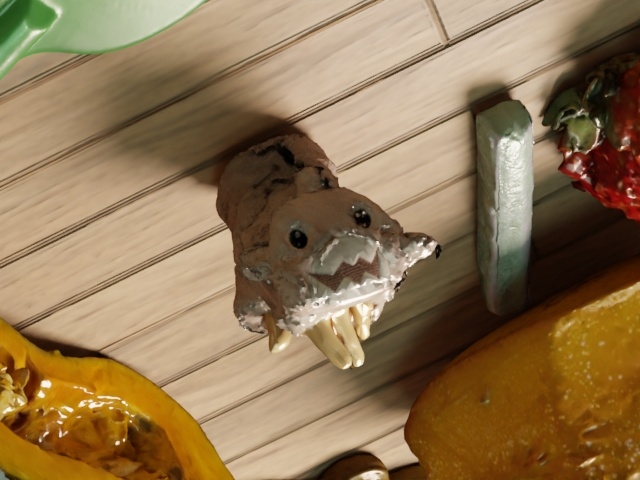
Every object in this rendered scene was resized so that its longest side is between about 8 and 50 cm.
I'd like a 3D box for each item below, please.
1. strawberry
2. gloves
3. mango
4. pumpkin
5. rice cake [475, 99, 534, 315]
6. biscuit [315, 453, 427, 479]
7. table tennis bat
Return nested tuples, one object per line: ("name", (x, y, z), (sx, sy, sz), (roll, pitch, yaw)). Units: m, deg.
("strawberry", (0.267, -0.054, 1.210), (0.236, 0.107, 0.175), (-1, 138, -28))
("gloves", (-0.009, 0.000, 1.102), (0.110, 0.144, 0.094), (-35, 146, -22))
("mango", (0.214, 0.101, 1.307), (0.350, 0.199, 0.201), (-39, 116, 17))
("pumpkin", (-0.180, 0.165, 1.146), (0.139, 0.222, 0.317), (-35, 140, 16))
("rice cake", (0.123, -0.017, 1.240), (0.033, 0.033, 0.208), (-22, 144, -11))
("biscuit", (0.027, 0.233, 1.490), (0.236, 0.039, 0.180), (-3, 137, -27))
("table tennis bat", (-0.139, -0.133, 0.964), (0.257, 0.039, 0.160), (-42, 140, 15))
